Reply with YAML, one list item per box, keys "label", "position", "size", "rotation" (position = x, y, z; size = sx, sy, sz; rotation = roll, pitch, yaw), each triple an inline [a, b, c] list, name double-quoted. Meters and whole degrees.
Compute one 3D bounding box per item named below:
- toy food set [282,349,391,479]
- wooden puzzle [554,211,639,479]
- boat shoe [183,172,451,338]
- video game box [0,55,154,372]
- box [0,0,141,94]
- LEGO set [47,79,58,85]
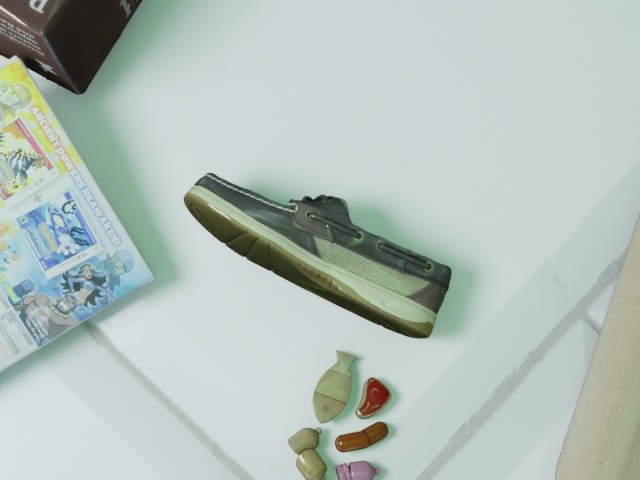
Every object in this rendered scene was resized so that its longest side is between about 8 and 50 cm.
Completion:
- label: "toy food set"
  position: [0.018, 0.157, 1.116]
  size: [0.078, 0.019, 0.122]
  rotation: [28, 73, 2]
- label: "wooden puzzle"
  position: [0.394, 0.113, 1.111]
  size: [0.347, 0.080, 0.322]
  rotation: [19, 80, 6]
- label: "boat shoe"
  position: [0.001, 0.000, 1.114]
  size: [0.223, 0.080, 0.073]
  rotation: [29, 75, -3]
- label: "video game box"
  position: [-0.261, -0.010, 1.091]
  size: [0.187, 0.048, 0.205]
  rotation: [-31, 100, -4]
- label: "box"
  position: [-0.183, -0.333, 1.117]
  size: [0.191, 0.143, 0.381]
  rotation: [28, 80, 9]
- label: "LEGO set"
  position: [-0.223, -0.161, 1.160]
  size: [0.054, 0.023, 0.083]
  rotation: [4, 67, -4]
